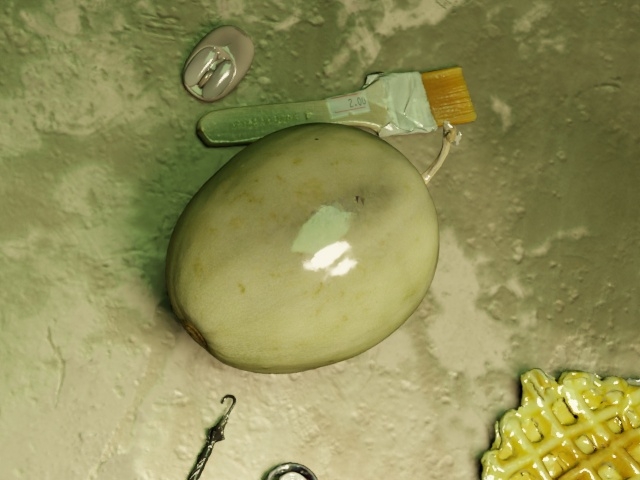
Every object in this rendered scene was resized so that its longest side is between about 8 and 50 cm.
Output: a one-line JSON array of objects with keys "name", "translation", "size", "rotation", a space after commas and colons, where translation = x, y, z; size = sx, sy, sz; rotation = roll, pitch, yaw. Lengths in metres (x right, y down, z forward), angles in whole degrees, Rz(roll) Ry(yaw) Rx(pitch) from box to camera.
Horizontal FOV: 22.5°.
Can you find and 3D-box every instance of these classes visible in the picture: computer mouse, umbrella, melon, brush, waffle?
[{"name": "computer mouse", "translation": [-0.116, -0.206, 1.850], "size": [0.066, 0.039, 0.096], "rotation": [38, 70, -1]}, {"name": "umbrella", "translation": [-0.123, 0.233, 1.739], "size": [0.022, 0.022, 0.148], "rotation": [9, 67, 33]}, {"name": "melon", "translation": [-0.014, 0.006, 1.707], "size": [0.308, 0.272, 0.271], "rotation": [-9, 77, -20]}, {"name": "brush", "translation": [0.019, -0.149, 1.879], "size": [0.337, 0.020, 0.085], "rotation": [-10, 78, -16]}, {"name": "waffle", "translation": [0.328, 0.292, 1.810], "size": [0.317, 0.073, 0.297], "rotation": [12, 68, -5]}]

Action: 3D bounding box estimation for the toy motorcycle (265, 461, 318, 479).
[{"name": "toy motorcycle", "translation": [-0.005, 0.350, 1.708], "size": [0.151, 0.074, 0.228], "rotation": [10, 63, -6]}]
